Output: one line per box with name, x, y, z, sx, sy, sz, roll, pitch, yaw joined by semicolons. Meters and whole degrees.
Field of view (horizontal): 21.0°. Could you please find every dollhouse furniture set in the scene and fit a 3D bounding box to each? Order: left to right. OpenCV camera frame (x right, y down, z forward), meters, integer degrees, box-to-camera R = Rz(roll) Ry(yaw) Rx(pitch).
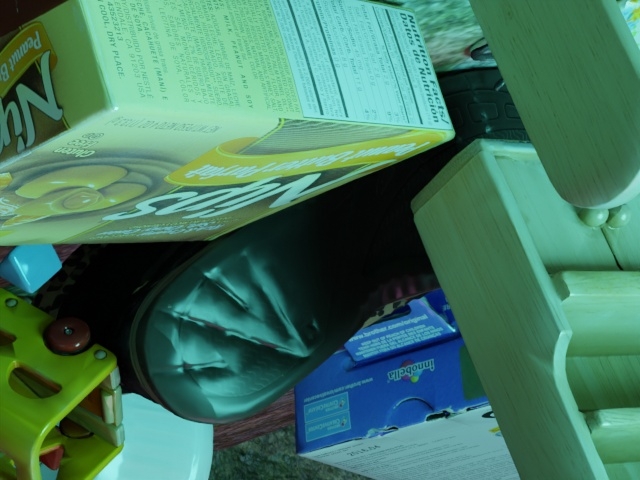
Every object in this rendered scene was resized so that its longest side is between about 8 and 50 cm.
dollhouse furniture set;0.253;-0.018;0.863;0.362;0.256;0.394;1;147;-39

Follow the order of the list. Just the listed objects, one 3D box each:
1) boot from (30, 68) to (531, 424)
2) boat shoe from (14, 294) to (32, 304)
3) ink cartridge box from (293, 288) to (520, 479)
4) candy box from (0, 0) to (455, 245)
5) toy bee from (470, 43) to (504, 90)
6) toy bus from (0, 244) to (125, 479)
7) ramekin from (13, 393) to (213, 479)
boot;-0.027;0.006;1.231;0.377;0.138;0.284;-37;-166;-29
boat shoe;-0.305;0.086;1.452;0.152;0.056;0.049;-22;175;26
ink cartridge box;0.157;0.131;1.586;0.270;0.151;0.395;-19;153;34
candy box;-0.087;-0.064;0.888;0.183;0.088;0.316;-21;171;30
toy bee;0.276;-0.093;1.146;0.298;0.162;0.195;-20;172;15
toy bus;-0.222;0.089;1.102;0.202;0.191;0.104;-21;-162;51
ramekin;-0.241;0.176;1.503;0.273;0.273;0.127;-21;159;21
